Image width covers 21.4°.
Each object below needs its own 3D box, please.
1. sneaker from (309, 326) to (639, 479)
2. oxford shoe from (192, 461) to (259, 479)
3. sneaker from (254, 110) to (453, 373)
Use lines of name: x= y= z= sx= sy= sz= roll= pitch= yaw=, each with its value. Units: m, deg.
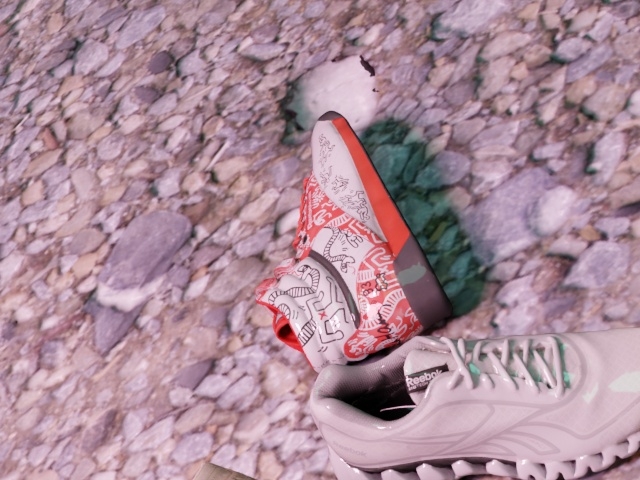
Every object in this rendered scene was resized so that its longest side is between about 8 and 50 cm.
sneaker: x=0.130 y=0.117 z=1.270 sx=0.292 sy=0.118 sz=0.110 roll=-16 pitch=43 yaw=16
oxford shoe: x=-0.138 y=0.272 z=1.076 sx=0.146 sy=0.140 sz=0.397 roll=32 pitch=33 yaw=20
sneaker: x=0.000 y=0.000 z=1.472 sx=0.145 sy=0.090 sz=0.270 roll=-28 pitch=45 yaw=1
